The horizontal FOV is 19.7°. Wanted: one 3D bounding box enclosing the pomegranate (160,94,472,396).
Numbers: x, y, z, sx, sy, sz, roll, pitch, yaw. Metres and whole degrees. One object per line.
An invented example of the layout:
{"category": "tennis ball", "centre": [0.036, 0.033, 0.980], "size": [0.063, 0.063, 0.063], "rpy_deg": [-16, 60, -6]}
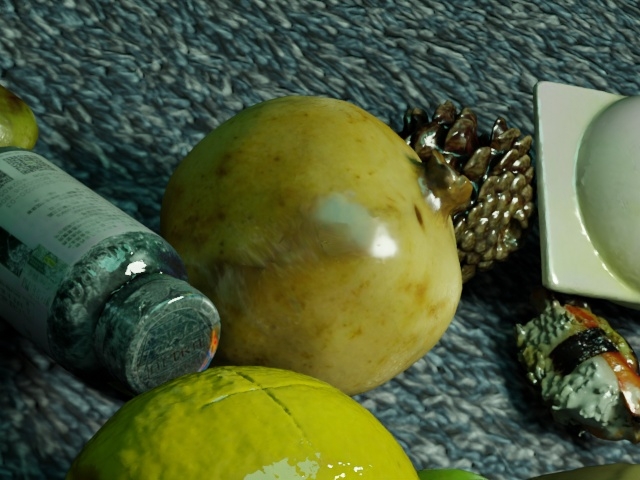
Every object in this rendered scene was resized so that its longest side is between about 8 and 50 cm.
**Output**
{"category": "pomegranate", "centre": [-0.015, 0.011, 1.718], "size": [0.307, 0.307, 0.307], "rpy_deg": [15, 45, -15]}

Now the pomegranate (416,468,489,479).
{"category": "pomegranate", "centre": [0.097, 0.287, 1.623], "size": [0.122, 0.143, 0.169], "rpy_deg": [-5, 81, 16]}

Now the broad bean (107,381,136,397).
{"category": "broad bean", "centre": [-0.203, 0.065, 1.721], "size": [0.070, 0.048, 0.213], "rpy_deg": [-13, 58, -36]}

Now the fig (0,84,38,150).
{"category": "fig", "centre": [-0.355, -0.102, 1.723], "size": [0.154, 0.165, 0.144], "rpy_deg": [18, 73, 30]}

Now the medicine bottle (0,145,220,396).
{"category": "medicine bottle", "centre": [-0.212, 0.031, 1.607], "size": [0.141, 0.141, 0.293], "rpy_deg": [-17, 34, -38]}

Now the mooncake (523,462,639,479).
{"category": "mooncake", "centre": [0.254, 0.369, 1.490], "size": [0.378, 0.201, 0.378], "rpy_deg": [17, 60, -31]}

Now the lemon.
{"category": "lemon", "centre": [-0.063, 0.238, 1.465], "size": [0.297, 0.297, 0.297], "rpy_deg": [15, 45, -15]}

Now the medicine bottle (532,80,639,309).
{"category": "medicine bottle", "centre": [0.393, -0.035, 1.959], "size": [0.406, 0.236, 0.236], "rpy_deg": [8, 47, -31]}

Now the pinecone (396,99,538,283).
{"category": "pinecone", "centre": [0.126, -0.059, 1.909], "size": [0.184, 0.179, 0.204], "rpy_deg": [-34, 53, -10]}

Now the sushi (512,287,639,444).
{"category": "sushi", "centre": [0.260, 0.131, 1.869], "size": [0.103, 0.097, 0.226], "rpy_deg": [8, 32, -29]}
